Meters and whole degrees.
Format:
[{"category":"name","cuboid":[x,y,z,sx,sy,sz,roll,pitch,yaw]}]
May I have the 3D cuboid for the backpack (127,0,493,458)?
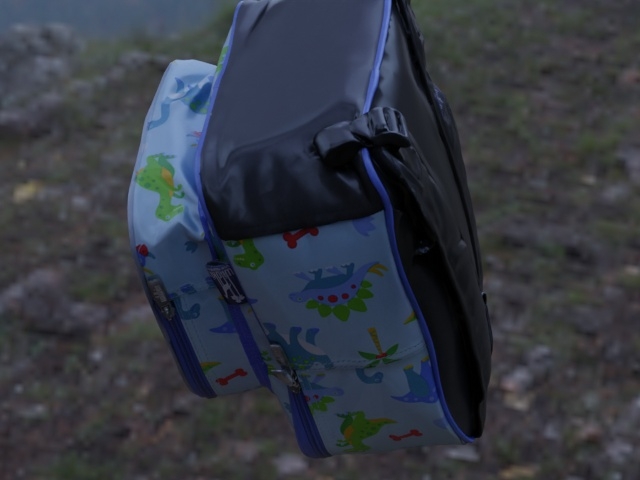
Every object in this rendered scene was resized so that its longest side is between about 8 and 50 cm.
[{"category":"backpack","cuboid":[0.000,0.000,0.508,0.084,0.114,0.105,-12,37,14]}]
